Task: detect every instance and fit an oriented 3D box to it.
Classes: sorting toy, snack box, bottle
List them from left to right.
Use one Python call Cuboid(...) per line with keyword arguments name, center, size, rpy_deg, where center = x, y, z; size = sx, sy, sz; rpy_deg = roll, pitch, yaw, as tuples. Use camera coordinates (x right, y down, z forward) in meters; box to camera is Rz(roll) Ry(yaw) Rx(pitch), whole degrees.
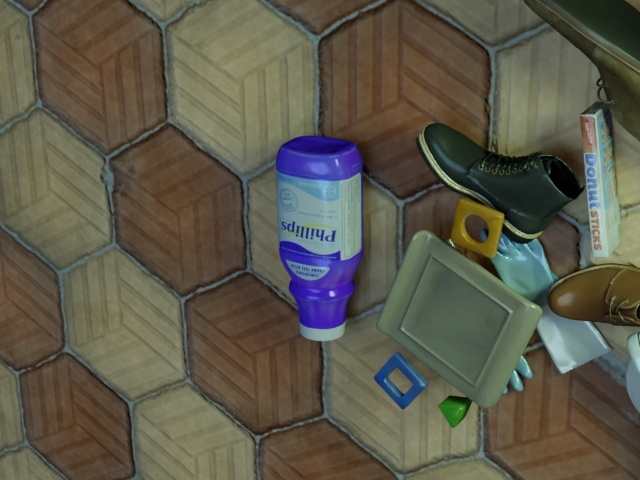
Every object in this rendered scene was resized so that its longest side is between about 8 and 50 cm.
Cuboid(name="bottle", center=(0.000, 0.000, 1.696), size=(0.118, 0.092, 0.282), rpy_deg=(11, 115, 27))
Cuboid(name="sorting toy", center=(0.184, 0.098, 1.612), size=(0.196, 0.047, 0.347), rpy_deg=(35, 127, 21))
Cuboid(name="snack box", center=(0.338, -0.073, 1.472), size=(0.022, 0.064, 0.178), rpy_deg=(2, 110, 31))

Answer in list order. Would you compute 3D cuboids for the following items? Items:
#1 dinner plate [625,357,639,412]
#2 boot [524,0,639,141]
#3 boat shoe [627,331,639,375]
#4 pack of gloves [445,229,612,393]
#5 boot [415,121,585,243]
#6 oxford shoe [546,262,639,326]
Cuboid(name="dinner plate", center=(0.452, 0.186, 1.542), size=(0.141, 0.017, 0.141), rpy_deg=(13, 118, 27))
Cuboid(name="boot", center=(0.340, -0.196, 1.401), size=(0.305, 0.112, 0.115), rpy_deg=(39, 136, 10))
Cuboid(name="boat shoe", center=(0.455, 0.174, 1.490), size=(0.083, 0.065, 0.183), rpy_deg=(-35, 92, 28))
Cuboid(name="pack of gloves", center=(0.238, 0.093, 1.617), size=(0.195, 0.046, 0.232), rpy_deg=(-32, 92, 38))
Cuboid(name="boot", center=(0.223, -0.097, 1.502), size=(0.198, 0.077, 0.137), rpy_deg=(38, 150, -2))
Cuboid(name="oxford shoe", center=(0.372, 0.074, 1.505), size=(0.212, 0.076, 0.076), rpy_deg=(-4, 108, 33))
